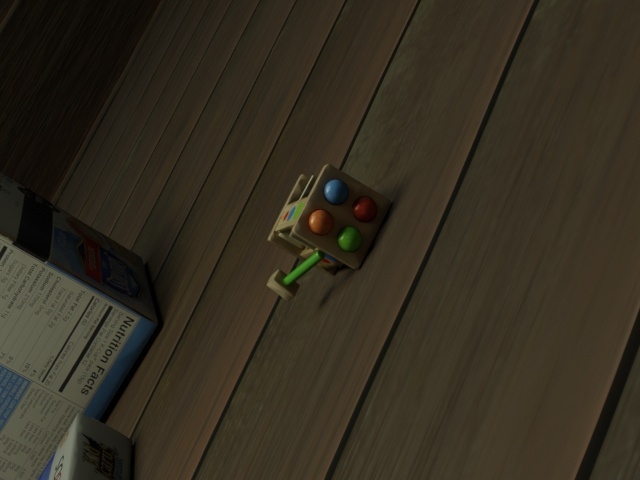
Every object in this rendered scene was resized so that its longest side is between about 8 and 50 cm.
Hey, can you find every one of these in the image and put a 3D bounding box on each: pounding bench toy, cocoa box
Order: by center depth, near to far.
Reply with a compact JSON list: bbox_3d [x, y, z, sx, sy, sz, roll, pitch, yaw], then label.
[{"bbox_3d":[0.000,0.000,1.059,0.083,0.052,0.065,-63,14,-13],"label":"pounding bench toy"},{"bbox_3d":[-0.332,0.090,1.712,0.231,0.228,0.347,-58,13,4],"label":"cocoa box"}]

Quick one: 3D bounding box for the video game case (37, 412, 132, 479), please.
[{"bbox_3d":[-0.247,0.305,1.306,0.269,0.061,0.244,-58,12,11],"label":"video game case"}]
